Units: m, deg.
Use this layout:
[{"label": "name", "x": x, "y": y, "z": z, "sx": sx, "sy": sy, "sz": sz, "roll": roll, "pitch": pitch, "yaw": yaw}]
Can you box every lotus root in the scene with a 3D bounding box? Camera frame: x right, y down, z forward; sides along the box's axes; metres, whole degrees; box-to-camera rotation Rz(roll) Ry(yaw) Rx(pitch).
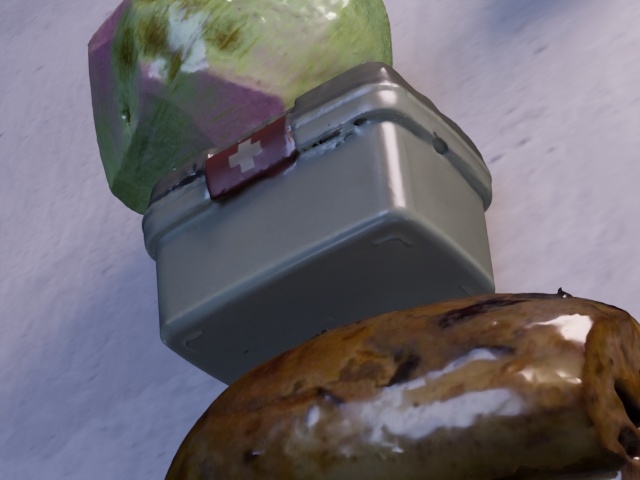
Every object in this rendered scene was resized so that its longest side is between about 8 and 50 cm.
[{"label": "lotus root", "x": 0.035, "y": 0.127, "z": 0.643, "sx": 0.291, "sy": 0.193, "sz": 0.193, "roll": -23, "pitch": 39, "yaw": 31}]

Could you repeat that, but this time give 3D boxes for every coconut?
[{"label": "coconut", "x": -0.065, "y": -0.112, "z": 0.993, "sx": 0.236, "sy": 0.204, "sz": 0.236, "roll": -2, "pitch": 69, "yaw": 6}]

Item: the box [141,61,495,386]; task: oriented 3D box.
[{"label": "box", "x": 0.000, "y": 0.000, "z": 0.855, "sx": 0.210, "sy": 0.148, "sz": 0.129, "roll": -28, "pitch": 48, "yaw": 26}]
